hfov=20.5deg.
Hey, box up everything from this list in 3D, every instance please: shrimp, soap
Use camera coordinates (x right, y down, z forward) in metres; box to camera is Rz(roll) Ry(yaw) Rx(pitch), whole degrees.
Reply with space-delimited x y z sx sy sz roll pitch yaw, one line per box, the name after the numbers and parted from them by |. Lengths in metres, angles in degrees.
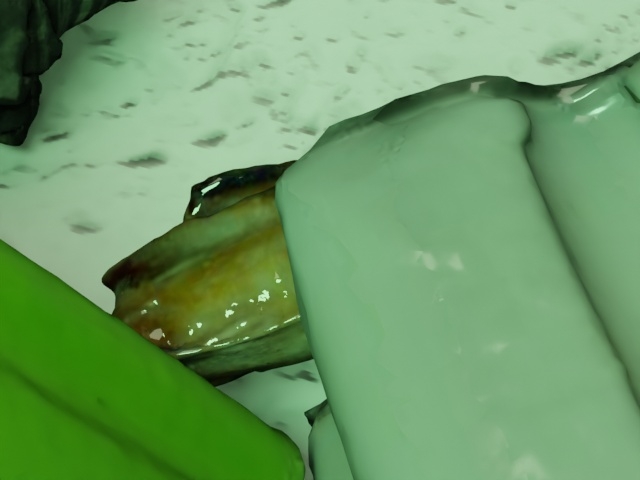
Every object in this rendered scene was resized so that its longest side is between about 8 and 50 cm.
0.001 -0.006 0.627 0.254 0.059 0.145 -23 18 6 | shrimp
0.206 0.142 0.442 0.350 0.213 0.435 -18 56 -8 | soap

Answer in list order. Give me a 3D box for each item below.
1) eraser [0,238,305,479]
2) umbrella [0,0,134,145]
-0.104 0.092 0.445 0.092 0.274 0.210 -24 52 25 | eraser
-0.204 -0.055 0.657 0.337 0.128 0.154 -41 47 -20 | umbrella
